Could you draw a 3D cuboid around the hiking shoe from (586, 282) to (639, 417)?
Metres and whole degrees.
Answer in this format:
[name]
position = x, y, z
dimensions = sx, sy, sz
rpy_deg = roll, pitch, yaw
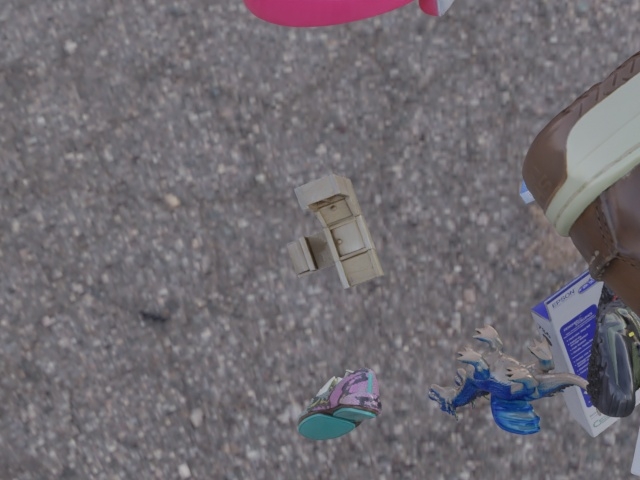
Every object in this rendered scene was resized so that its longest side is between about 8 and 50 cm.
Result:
[hiking shoe]
position = 0.343, 0.103, 1.299
dimensions = 0.114, 0.086, 0.227
rpy_deg = 10, 36, 12

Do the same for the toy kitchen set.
[toy kitchen set]
position = 0.000, 0.000, 0.983
dimensions = 0.068, 0.075, 0.083
rpy_deg = -21, 85, 11

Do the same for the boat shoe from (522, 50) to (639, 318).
[boat shoe]
position = 0.190, -0.059, 0.368
dimensions = 0.257, 0.095, 0.095
rpy_deg = -38, 72, 19

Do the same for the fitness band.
[fitness band]
position = 0.044, -0.281, 1.154
dimensions = 0.209, 0.054, 0.291
rpy_deg = 14, 44, 21

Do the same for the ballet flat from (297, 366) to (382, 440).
[ballet flat]
position = 0.031, 0.221, 1.722
dimensions = 0.077, 0.221, 0.079
rpy_deg = 19, 66, -14

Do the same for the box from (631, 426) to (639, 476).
[box]
position = 0.452, 0.220, 1.417
dimensions = 0.091, 0.170, 0.130
rpy_deg = 10, 88, 54

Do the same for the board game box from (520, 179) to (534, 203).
[board game box]
position = 0.314, -0.094, 1.663
dimensions = 0.090, 0.020, 0.090
rpy_deg = -25, 23, 28

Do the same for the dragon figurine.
[dragon figurine]
position = 0.269, 0.201, 1.673
dimensions = 0.289, 0.144, 0.085
rpy_deg = 12, 48, 37

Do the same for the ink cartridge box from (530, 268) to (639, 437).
[ink cartridge box]
position = 0.403, 0.130, 1.786
dimensions = 0.165, 0.333, 0.065
rpy_deg = -34, 43, -8
